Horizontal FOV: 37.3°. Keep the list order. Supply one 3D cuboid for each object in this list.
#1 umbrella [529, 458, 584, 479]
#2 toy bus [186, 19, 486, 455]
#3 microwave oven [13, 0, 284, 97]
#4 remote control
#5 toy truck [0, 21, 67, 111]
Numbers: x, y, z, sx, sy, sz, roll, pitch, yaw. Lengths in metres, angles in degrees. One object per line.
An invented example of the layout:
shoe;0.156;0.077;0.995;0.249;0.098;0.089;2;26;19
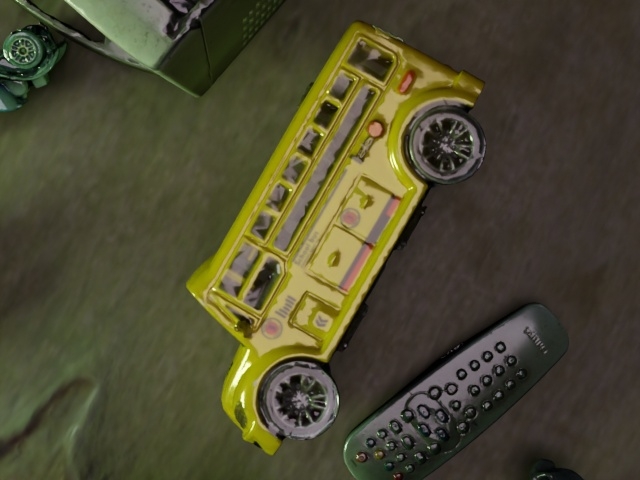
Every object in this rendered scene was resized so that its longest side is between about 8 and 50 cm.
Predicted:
umbrella;0.325;0.278;0.809;0.349;0.094;0.143;9;96;-4
toy bus;0.000;0.000;0.763;0.152;0.144;0.330;30;90;-3
microwave oven;-0.159;-0.342;0.684;0.394;0.247;0.333;41;87;-3
remote control;0.117;0.136;0.821;0.222;0.042;0.072;-39;93;1
toy truck;-0.281;-0.122;0.786;0.154;0.080;0.078;-21;109;-1
